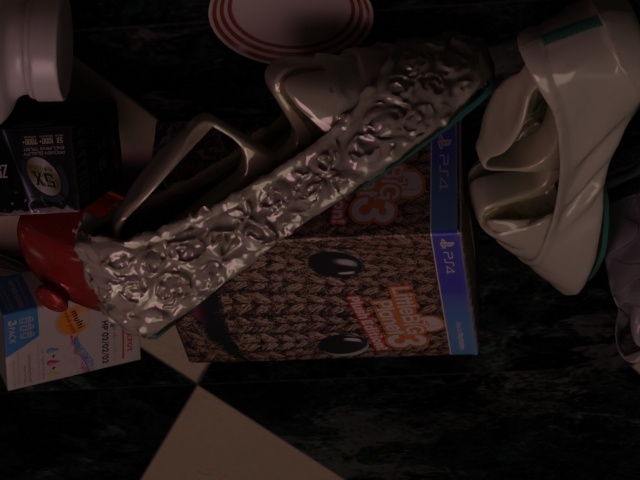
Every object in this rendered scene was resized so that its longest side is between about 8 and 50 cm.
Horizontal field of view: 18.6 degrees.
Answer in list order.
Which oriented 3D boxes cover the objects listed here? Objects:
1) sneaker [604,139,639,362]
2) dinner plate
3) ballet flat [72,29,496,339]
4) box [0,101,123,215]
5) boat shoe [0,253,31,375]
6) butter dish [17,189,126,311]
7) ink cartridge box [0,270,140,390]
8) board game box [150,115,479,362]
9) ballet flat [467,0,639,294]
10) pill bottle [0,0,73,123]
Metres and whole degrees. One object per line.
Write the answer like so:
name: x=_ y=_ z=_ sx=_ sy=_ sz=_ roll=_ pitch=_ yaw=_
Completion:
sneaker: x=0.405 y=-0.018 z=1.743 sx=0.366 sy=0.210 sz=0.137 roll=-23 pitch=141 yaw=34
dinner plate: x=-0.025 y=-0.196 z=1.666 sx=0.141 sy=0.017 sz=0.141 roll=2 pitch=149 yaw=1
ballet flat: x=-0.039 y=-0.072 z=1.657 sx=0.409 sy=0.147 sz=0.147 roll=-37 pitch=140 yaw=2
box: x=-0.267 y=-0.072 z=1.731 sx=0.147 sy=0.077 sz=0.180 roll=-3 pitch=-170 yaw=7
boat shoe: x=-0.373 y=0.051 z=2.021 sx=0.320 sy=0.103 sz=0.118 roll=21 pitch=114 yaw=-34
butter dish: x=-0.234 y=0.017 z=1.893 sx=0.160 sy=0.118 sz=0.160 roll=22 pitch=155 yaw=21
ink cartridge box: x=-0.243 y=0.078 z=1.995 sx=0.181 sy=0.061 sz=0.104 roll=-13 pitch=132 yaw=-20
board game box: x=0.000 y=0.000 z=1.862 sx=0.291 sy=0.141 sz=0.232 roll=-3 pitch=148 yaw=8
ballet flat: x=0.193 y=-0.074 z=1.718 sx=0.139 sy=0.139 sz=0.400 roll=3 pitch=148 yaw=-2
pill bottle: x=-0.342 y=-0.164 z=1.615 sx=0.264 sy=0.146 sz=0.146 roll=2 pitch=148 yaw=0
